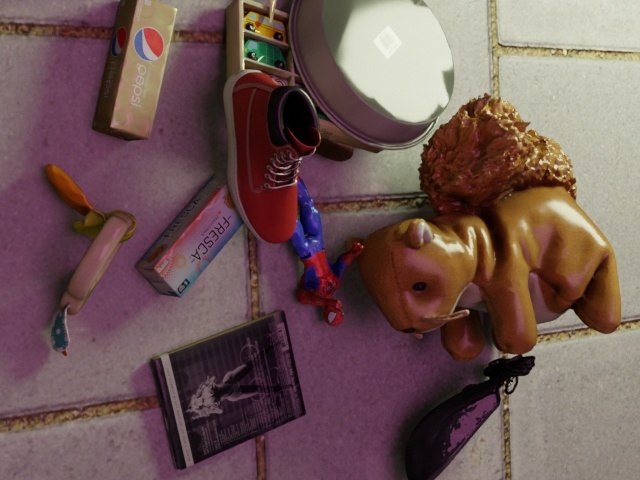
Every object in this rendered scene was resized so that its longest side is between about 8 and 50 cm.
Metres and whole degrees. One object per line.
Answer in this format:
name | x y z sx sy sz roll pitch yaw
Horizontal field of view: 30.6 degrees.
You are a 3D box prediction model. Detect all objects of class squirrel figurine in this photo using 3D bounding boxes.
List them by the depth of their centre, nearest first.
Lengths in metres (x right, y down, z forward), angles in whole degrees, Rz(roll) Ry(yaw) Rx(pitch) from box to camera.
squirrel figurine | 0.225 -0.014 1.779 0.370 0.281 0.397 4 83 -28

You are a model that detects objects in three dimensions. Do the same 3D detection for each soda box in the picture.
soda box | -0.245 -0.225 1.536 0.061 0.058 0.181 16 82 -35
soda box | -0.167 -0.009 1.599 0.183 0.058 0.063 -51 118 -22

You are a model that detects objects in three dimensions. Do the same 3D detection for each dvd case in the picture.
dvd case | -0.127 0.209 1.660 0.221 0.018 0.164 -19 104 -35

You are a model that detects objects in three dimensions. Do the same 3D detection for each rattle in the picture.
rattle | -0.332 0.029 1.477 0.143 0.130 0.199 31 100 -21

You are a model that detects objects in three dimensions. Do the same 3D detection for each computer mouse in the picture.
computer mouse | 0.216 0.273 1.846 0.072 0.188 0.272 42 78 3

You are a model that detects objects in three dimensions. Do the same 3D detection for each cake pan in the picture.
cake pan | 0.086 -0.277 1.716 0.293 0.054 0.293 16 62 -33

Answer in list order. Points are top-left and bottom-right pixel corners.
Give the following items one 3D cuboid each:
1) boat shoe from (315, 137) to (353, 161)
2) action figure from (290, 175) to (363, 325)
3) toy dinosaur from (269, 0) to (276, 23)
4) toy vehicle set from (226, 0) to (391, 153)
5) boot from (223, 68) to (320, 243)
boat shoe | -0.017 -0.167 1.710 0.152 0.056 0.049 30 49 -26
action figure | 0.000 0.000 1.677 0.091 0.139 0.280 -28 110 -31
toy dinosaur | -0.051 -0.396 1.659 0.093 0.053 0.183 0 102 -53
toy vehicle set | -0.014 -0.234 1.678 0.267 0.035 0.166 13 63 -35
boot | -0.050 -0.091 1.519 0.088 0.176 0.244 -20 116 -24
